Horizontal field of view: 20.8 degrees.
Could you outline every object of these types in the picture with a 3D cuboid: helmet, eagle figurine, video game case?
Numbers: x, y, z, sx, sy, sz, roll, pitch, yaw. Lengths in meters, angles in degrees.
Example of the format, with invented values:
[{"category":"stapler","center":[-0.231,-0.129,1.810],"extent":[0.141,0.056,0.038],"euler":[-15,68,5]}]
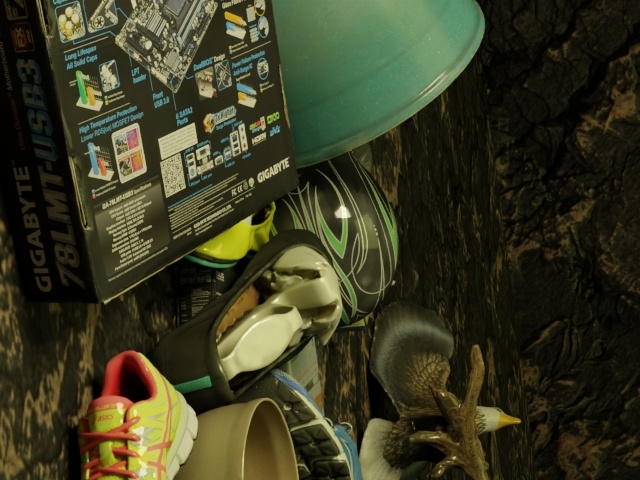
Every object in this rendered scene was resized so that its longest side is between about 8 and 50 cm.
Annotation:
[{"category":"helmet","center":[0.000,0.000,1.704],"extent":[0.169,0.169,0.162],"euler":[68,5,-48]},{"category":"eagle figurine","center":[0.144,0.225,2.236],"extent":[0.226,0.225,0.298],"euler":[-56,-160,0]},{"category":"video game case","center":[-0.017,0.182,1.863],"extent":[0.119,0.015,0.166],"euler":[-36,120,-75]}]

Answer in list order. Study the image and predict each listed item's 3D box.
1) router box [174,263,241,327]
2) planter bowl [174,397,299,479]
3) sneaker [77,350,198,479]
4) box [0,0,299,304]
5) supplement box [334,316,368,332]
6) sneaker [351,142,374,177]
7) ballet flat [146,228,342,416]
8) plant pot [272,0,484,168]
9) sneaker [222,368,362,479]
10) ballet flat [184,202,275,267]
[{"category":"router box","center":[-0.092,0.074,1.555],"extent":[0.122,0.038,0.092],"euler":[32,53,-72]},{"category":"planter bowl","center":[-0.088,0.209,1.375],"extent":[0.162,0.109,0.162],"euler":[-6,90,-75]},{"category":"sneaker","center":[-0.147,0.161,1.250],"extent":[0.208,0.081,0.094],"euler":[-87,158,-55]},{"category":"box","center":[-0.130,-0.137,1.273],"extent":[0.295,0.073,0.293],"euler":[-34,118,-56]},{"category":"supplement box","center":[0.023,0.048,1.988],"extent":[0.083,0.056,0.083],"euler":[-75,156,-54]},{"category":"sneaker","center":[0.020,-0.074,1.995],"extent":[0.234,0.078,0.106],"euler":[-36,117,-78]},{"category":"ballet flat","center":[-0.039,0.069,1.477],"extent":[0.280,0.096,0.095],"euler":[-44,113,-49]},{"category":"plant pot","center":[-0.031,-0.241,1.508],"extent":[0.255,0.271,0.272],"euler":[61,24,-27]},{"category":"sneaker","center":[-0.027,0.221,1.645],"extent":[0.330,0.129,0.147],"euler":[71,3,-46]},{"category":"ballet flat","center":[-0.083,-0.023,1.535],"extent":[0.077,0.077,0.231],"euler":[-66,172,5]}]
